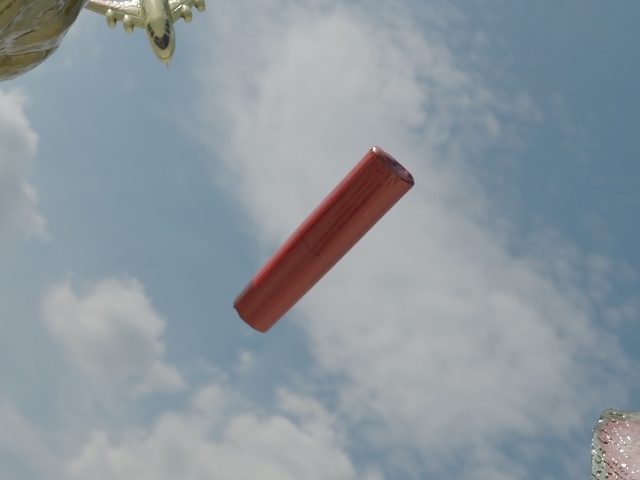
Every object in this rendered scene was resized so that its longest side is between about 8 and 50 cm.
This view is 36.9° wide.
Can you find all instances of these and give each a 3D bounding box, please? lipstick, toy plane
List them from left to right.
[{"bbox_3d":[-0.253,-0.357,1.468,0.228,0.244,0.092,-12,-29,-7],"label":"toy plane"},{"bbox_3d":[0.001,0.001,1.203,0.073,0.073,0.280,43,-73,-4],"label":"lipstick"}]

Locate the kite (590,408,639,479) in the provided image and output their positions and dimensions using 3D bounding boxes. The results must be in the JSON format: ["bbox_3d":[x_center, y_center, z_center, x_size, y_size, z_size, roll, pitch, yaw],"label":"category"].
[{"bbox_3d":[0.185,0.178,0.424,0.204,0.360,0.022,5,-64,31],"label":"kite"}]

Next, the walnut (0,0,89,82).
[{"bbox_3d":[-0.286,-0.246,0.673,0.253,0.281,0.277,-164,-106,-82],"label":"walnut"}]
